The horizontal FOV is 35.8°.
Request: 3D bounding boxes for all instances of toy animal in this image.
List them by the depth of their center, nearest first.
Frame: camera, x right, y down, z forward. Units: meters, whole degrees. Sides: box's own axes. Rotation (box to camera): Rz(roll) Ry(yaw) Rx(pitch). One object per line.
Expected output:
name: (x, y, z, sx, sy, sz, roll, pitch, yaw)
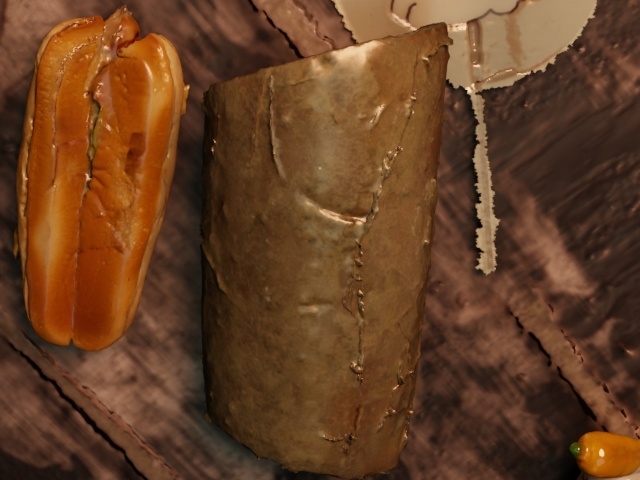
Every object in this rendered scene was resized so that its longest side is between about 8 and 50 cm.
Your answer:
toy animal: (0.237, 0.214, 0.767, 0.181, 0.131, 0.127, -21, 67, 14)

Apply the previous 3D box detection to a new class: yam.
yam: (0.000, 0.000, 0.669, 0.167, 0.168, 0.305, 3, 112, 1)

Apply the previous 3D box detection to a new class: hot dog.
hot dog: (-0.163, -0.035, 0.713, 0.109, 0.072, 0.270, 13, 111, -1)

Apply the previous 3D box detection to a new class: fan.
fan: (0.107, -0.129, 0.694, 0.190, 0.009, 0.329, -7, 110, 7)
